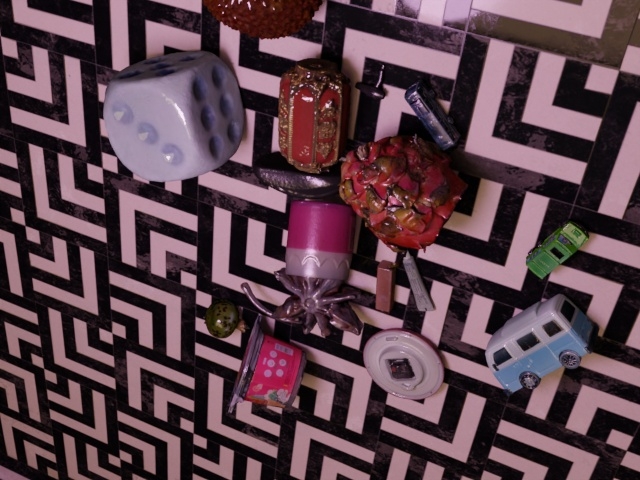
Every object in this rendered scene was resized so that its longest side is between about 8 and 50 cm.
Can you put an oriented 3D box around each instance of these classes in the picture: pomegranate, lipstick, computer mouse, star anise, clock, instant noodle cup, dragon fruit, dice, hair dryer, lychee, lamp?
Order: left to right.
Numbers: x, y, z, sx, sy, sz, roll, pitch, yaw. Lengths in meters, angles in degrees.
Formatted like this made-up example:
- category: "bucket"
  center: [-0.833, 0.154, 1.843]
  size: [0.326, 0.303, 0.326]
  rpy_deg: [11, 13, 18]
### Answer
- category: "dice"
  center: [-0.367, -0.318, 2.007]
  size: [0.262, 0.264, 0.268]
  rpy_deg: [3, 119, 26]
- category: "pomegranate"
  center: [-0.284, 0.247, 2.424]
  size: [0.161, 0.122, 0.122]
  rpy_deg: [22, 132, -21]
- category: "lychee"
  center: [-0.132, -0.577, 1.724]
  size: [0.276, 0.275, 0.304]
  rpy_deg: [-16, 138, 34]
- category: "instant noodle cup"
  center: [-0.148, 0.394, 2.369]
  size: [0.182, 0.258, 0.302]
  rpy_deg: [18, 85, -5]
- category: "computer mouse"
  center: [-0.043, -0.157, 2.022]
  size: [0.270, 0.137, 0.086]
  rpy_deg: [12, 118, 19]
- category: "star anise"
  center: [-0.019, 0.142, 2.213]
  size: [0.359, 0.139, 0.316]
  rpy_deg: [41, 113, 9]
- category: "lamp"
  center: [-0.016, -0.300, 1.906]
  size: [0.177, 0.177, 0.274]
  rpy_deg: [16, 127, 18]
- category: "hair dryer"
  center: [0.127, -0.381, 1.871]
  size: [0.079, 0.031, 0.083]
  rpy_deg: [29, 115, 20]
- category: "lipstick"
  center: [0.177, 0.127, 2.146]
  size: [0.045, 0.045, 0.145]
  rpy_deg: [14, 126, 21]
- category: "dragon fruit"
  center: [0.177, -0.117, 1.872]
  size: [0.291, 0.250, 0.269]
  rpy_deg: [27, 148, 6]
- category: "clock"
  center: [0.236, 0.354, 2.252]
  size: [0.244, 0.056, 0.244]
  rpy_deg: [13, 125, 19]

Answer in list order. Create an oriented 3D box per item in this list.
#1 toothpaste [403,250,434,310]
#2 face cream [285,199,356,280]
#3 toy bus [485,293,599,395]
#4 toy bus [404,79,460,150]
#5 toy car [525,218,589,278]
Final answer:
- category: "toothpaste"
  center: [0.255, 0.109, 2.106]
  size: [0.048, 0.029, 0.197]
  rpy_deg: [-6, 119, 33]
- category: "face cream"
  center: [0.000, 0.000, 2.032]
  size: [0.175, 0.175, 0.195]
  rpy_deg: [5, 90, 25]
- category: "toy bus"
  center: [0.541, 0.259, 1.988]
  size: [0.165, 0.133, 0.271]
  rpy_deg: [49, 126, -2]
- category: "toy bus"
  center: [0.259, -0.290, 1.829]
  size: [0.047, 0.065, 0.166]
  rpy_deg: [-30, 104, 38]
- category: "toy car"
  center: [0.560, 0.022, 1.871]
  size: [0.071, 0.062, 0.165]
  rpy_deg: [41, 129, -1]
